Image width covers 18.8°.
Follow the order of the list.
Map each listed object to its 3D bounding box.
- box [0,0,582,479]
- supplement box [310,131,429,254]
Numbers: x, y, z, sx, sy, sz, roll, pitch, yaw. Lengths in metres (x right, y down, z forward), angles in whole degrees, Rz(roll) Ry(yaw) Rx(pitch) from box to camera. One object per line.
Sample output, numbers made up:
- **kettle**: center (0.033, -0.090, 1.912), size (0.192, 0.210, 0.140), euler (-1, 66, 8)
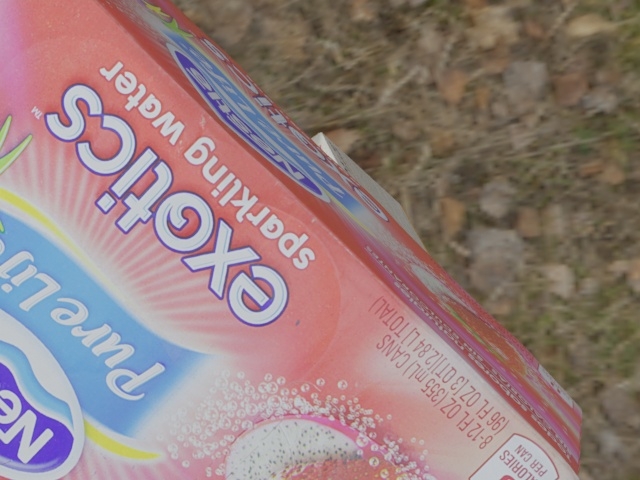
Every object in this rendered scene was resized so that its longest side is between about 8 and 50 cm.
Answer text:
- **box**: center (-0.067, 0.016, 0.659), size (0.300, 0.142, 0.154), euler (45, 99, 3)
- **supplement box**: center (0.000, 0.000, 0.793), size (0.062, 0.098, 0.036), euler (-32, 64, 9)
